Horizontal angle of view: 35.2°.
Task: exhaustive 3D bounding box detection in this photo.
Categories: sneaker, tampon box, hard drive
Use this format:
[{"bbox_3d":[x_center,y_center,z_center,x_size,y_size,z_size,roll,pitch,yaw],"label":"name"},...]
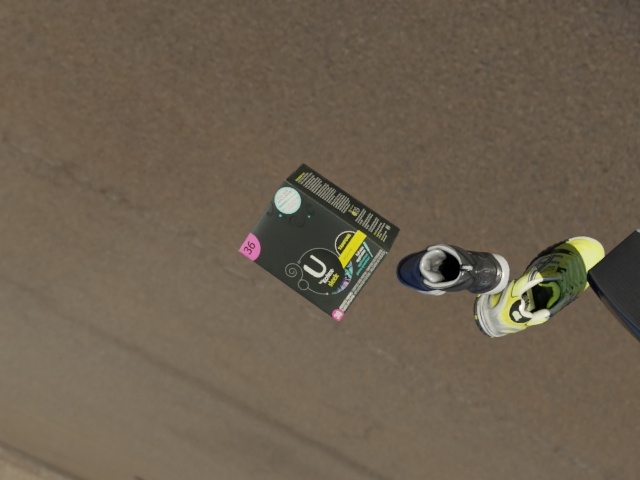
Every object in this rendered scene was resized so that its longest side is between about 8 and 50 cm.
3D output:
[{"bbox_3d":[0.226,0.052,1.990,0.268,0.101,0.153,0,172,45],"label":"sneaker"},{"bbox_3d":[0.522,0.108,2.264,0.147,0.384,0.145,-11,108,59],"label":"sneaker"},{"bbox_3d":[0.000,0.000,1.312,0.161,0.101,0.120,34,111,2],"label":"tampon box"},{"bbox_3d":[0.633,0.096,1.925,0.054,0.172,0.255,42,-170,-44],"label":"hard drive"}]
